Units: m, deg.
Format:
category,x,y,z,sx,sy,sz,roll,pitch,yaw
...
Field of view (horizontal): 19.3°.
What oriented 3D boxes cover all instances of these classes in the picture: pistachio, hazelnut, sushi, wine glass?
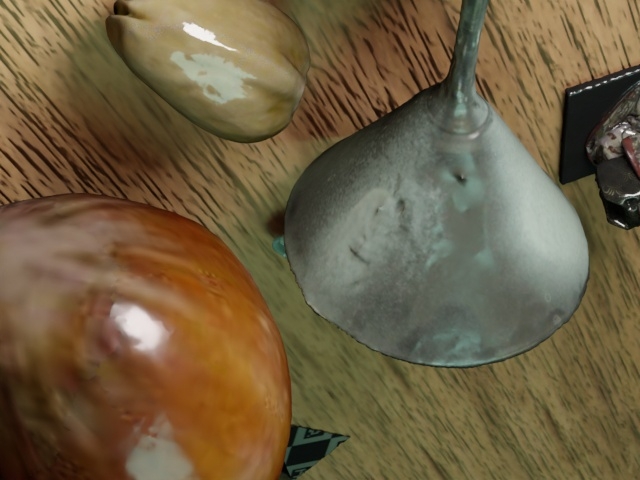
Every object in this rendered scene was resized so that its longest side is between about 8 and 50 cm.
category,x,y,z,sx,sy,sz,roll,pitch,yaw
pistachio,-0.082,-0.141,1.429,0.185,0.126,0.108,28,83,-45
hazelnut,-0.191,0.110,1.535,0.372,0.315,0.372,12,148,7
sushi,-0.108,0.285,2.103,0.231,0.047,0.219,-40,144,28
wine glass,0.105,-0.122,1.434,0.267,0.267,0.406,-13,142,-14

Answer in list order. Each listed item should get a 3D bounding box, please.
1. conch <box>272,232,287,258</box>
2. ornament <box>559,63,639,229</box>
category,x,y,z,sx,sy,sz,roll,pitch,yaw
conch,0.002,-0.003,1.727,0.085,0.056,0.076,20,155,-8
ornament,0.326,-0.043,1.730,0.153,0.196,0.166,-18,149,-5
